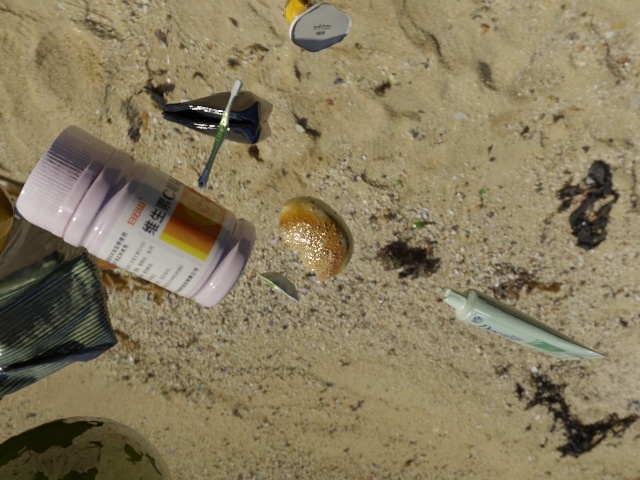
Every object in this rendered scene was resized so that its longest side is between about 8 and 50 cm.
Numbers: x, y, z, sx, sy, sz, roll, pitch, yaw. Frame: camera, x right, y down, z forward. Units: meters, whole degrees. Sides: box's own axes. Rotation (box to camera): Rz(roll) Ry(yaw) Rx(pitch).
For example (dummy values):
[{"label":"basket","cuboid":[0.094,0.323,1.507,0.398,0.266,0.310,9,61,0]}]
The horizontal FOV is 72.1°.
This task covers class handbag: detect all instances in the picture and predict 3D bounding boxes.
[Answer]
[{"label":"handbag","cuboid":[-0.540,0.125,0.780,0.341,0.247,0.240,-28,128,-14]},{"label":"handbag","cuboid":[-0.300,-0.382,1.341,0.288,0.342,0.152,4,105,-1]}]

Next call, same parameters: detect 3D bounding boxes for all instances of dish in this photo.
[{"label":"dish","cuboid":[-0.098,0.114,1.153,0.137,0.091,0.039,39,78,-31]}]

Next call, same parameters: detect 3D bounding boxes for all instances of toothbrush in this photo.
[{"label":"toothbrush","cuboid":[-0.229,-0.236,0.996,0.022,0.026,0.262,27,103,7]}]

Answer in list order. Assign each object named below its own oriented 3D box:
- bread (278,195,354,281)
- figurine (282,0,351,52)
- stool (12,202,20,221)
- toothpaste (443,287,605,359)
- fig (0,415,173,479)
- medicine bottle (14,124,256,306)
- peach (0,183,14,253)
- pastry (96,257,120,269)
[{"label":"bread","cuboid":[0.005,0.003,1.437,0.171,0.192,0.314,-47,121,-42]},{"label":"figurine","cuboid":[-0.030,-0.756,1.504,0.250,0.141,0.166,-14,146,-40]},{"label":"stool","cuboid":[-0.826,0.020,1.023,0.297,0.330,0.296,-4,97,-37]},{"label":"toothpaste","cuboid":[0.245,0.108,0.543,0.218,0.064,0.041,25,65,-13]},{"label":"fig","cuboid":[-0.315,0.367,0.541,0.316,0.316,0.316,-8,118,-15]},{"label":"medicine bottle","cuboid":[-0.218,-0.023,0.553,0.250,0.133,0.133,31,103,-21]},{"label":"peach","cuboid":[-0.420,-0.017,0.452,0.179,0.103,0.179,-29,152,-17]},{"label":"pastry","cuboid":[-0.778,-0.001,1.552,0.356,0.163,0.356,-5,160,-2]}]
